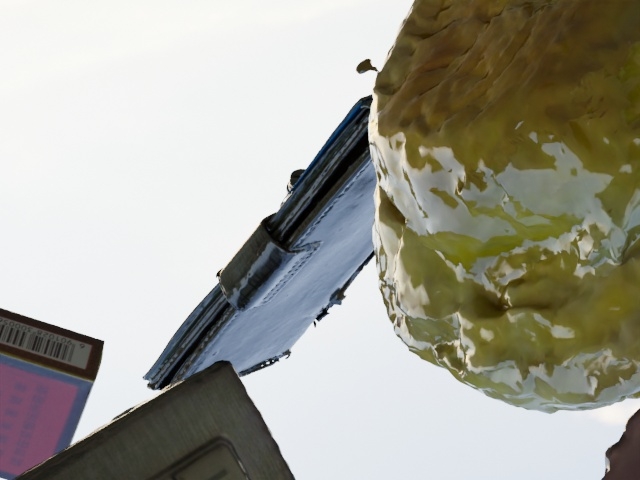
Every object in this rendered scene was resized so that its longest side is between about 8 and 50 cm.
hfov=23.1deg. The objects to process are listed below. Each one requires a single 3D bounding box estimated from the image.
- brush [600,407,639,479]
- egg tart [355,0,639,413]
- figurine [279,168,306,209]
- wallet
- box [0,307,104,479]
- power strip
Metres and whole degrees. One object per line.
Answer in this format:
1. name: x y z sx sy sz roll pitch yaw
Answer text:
1. brush: 0.120 -0.015 0.337 0.084 0.071 0.301 27 -99 34
2. egg tart: 0.120 -0.074 0.680 0.319 0.128 0.319 -36 -149 26
3. figurine: -0.015 -0.003 1.440 0.077 0.136 0.079 0 -160 -7
4. wallet: 0.000 -0.001 1.148 0.169 0.317 0.044 -18 -116 -50
5. box: -0.334 0.127 1.429 0.240 0.153 0.074 19 -142 -9
6. power strip: -0.108 0.246 1.049 0.251 0.257 0.092 -28 -179 -31
